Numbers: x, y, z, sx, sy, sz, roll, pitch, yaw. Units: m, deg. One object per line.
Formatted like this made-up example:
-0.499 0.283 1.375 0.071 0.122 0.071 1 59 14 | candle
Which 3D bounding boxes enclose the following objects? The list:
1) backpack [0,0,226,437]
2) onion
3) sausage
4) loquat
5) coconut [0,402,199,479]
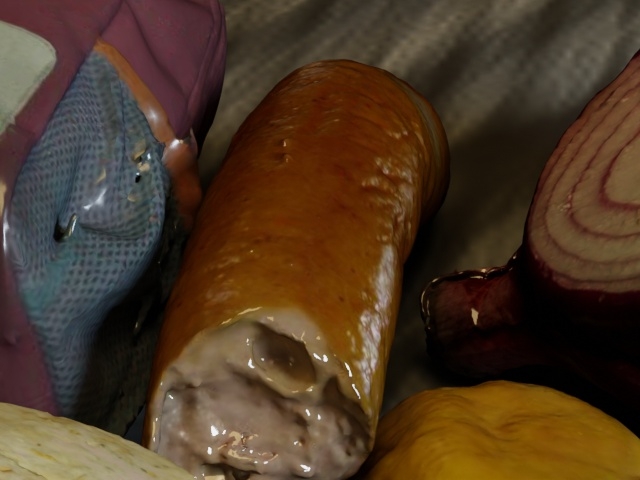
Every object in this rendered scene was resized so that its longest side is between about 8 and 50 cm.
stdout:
-0.171 -0.039 0.678 0.283 0.197 0.317 4 37 11 | backpack
0.140 0.011 0.651 0.218 0.140 0.195 -32 33 25 | onion
0.000 -0.005 0.634 0.076 0.103 0.302 4 23 9 | sausage
0.052 0.103 0.561 0.137 0.113 0.137 -10 31 6 | loquat
-0.112 0.158 0.457 0.197 0.237 0.237 19 25 -40 | coconut
